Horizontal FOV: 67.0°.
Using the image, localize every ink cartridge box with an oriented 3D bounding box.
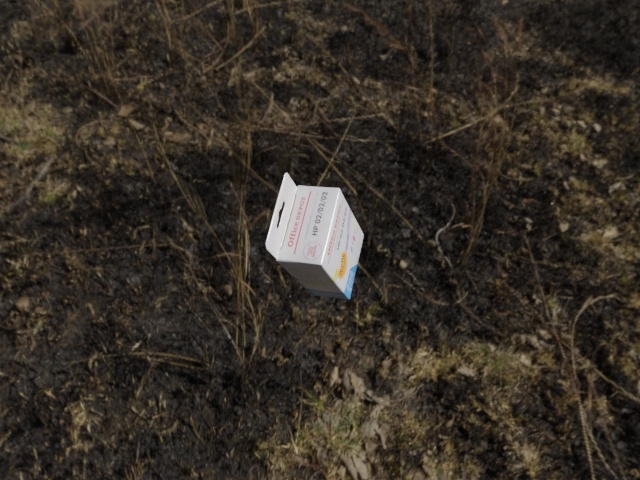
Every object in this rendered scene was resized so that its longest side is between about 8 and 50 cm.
[{"bbox_3d":[0.000,0.000,0.625,0.062,0.181,0.104,6,69,21],"label":"ink cartridge box"}]
